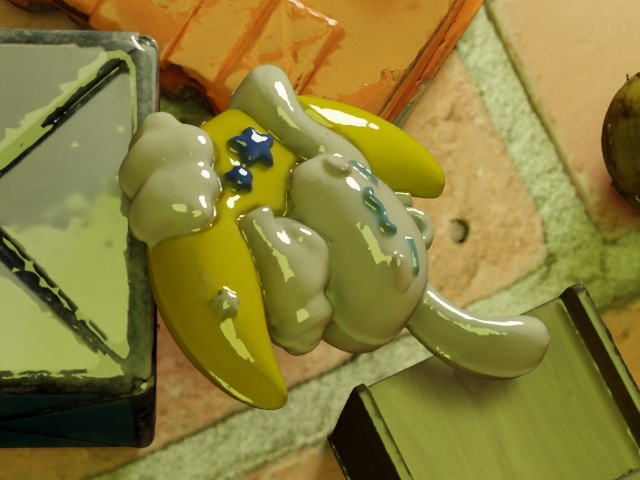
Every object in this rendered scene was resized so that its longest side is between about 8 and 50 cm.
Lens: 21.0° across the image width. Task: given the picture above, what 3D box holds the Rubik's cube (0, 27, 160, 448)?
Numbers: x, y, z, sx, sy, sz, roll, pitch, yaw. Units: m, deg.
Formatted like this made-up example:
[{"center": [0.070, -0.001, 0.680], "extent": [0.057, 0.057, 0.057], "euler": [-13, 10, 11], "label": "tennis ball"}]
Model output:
[{"center": [-0.239, 0.004, 1.206], "extent": [0.260, 0.259, 0.255], "euler": [1, 74, -7], "label": "Rubik's cube"}]

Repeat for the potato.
[{"center": [0.300, -0.076, 1.358], "extent": [0.176, 0.137, 0.137], "euler": [17, 73, -24], "label": "potato"}]

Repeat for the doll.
[{"center": [0.000, 0.000, 1.095], "extent": [0.237, 0.111, 0.252], "euler": [-14, 63, -35], "label": "doll"}]

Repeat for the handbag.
[{"center": [-0.076, -0.251, 1.369], "extent": [0.410, 0.116, 0.303], "euler": [32, 77, 3], "label": "handbag"}]

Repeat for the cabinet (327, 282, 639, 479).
[{"center": [0.117, 0.146, 1.230], "extent": [0.174, 0.215, 0.148], "euler": [-24, 78, -11], "label": "cabinet"}]
